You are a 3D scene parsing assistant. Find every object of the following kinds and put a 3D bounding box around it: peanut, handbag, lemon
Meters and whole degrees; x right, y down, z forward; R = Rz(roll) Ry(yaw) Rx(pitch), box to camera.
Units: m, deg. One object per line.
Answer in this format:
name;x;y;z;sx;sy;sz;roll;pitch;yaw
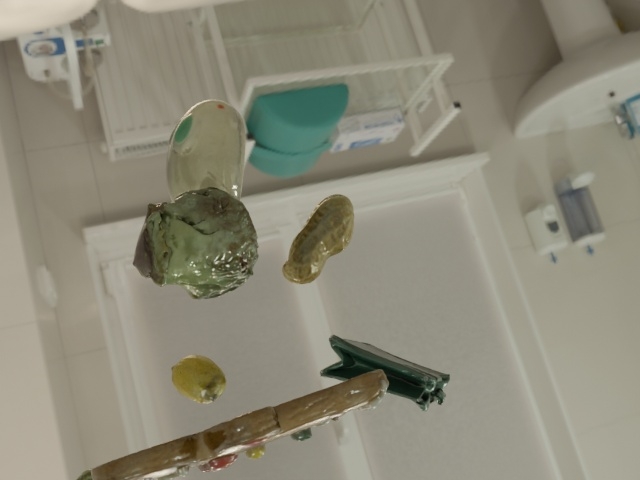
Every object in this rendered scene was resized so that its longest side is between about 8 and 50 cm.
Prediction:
peanut;0.000;0.000;1.377;0.093;0.194;0.083;34;171;-15
handbag;0.150;0.290;1.587;0.238;0.089;0.326;17;175;22
lemon;-0.220;0.246;1.301;0.110;0.082;0.082;25;-176;23

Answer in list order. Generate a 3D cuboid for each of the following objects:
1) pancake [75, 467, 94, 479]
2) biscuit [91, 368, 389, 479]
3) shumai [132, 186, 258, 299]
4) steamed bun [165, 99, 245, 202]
pancake;-0.354;0.414;1.155;0.108;0.108;0.017;-11;156;-21
biscuit;-0.118;0.296;1.072;0.431;0.064;0.283;-11;164;-35
shumai;-0.191;0.009;1.072;0.184;0.184;0.141;-29;176;43
steamed bun;-0.210;-0.138;1.304;0.130;0.228;0.177;2;-171;-19
